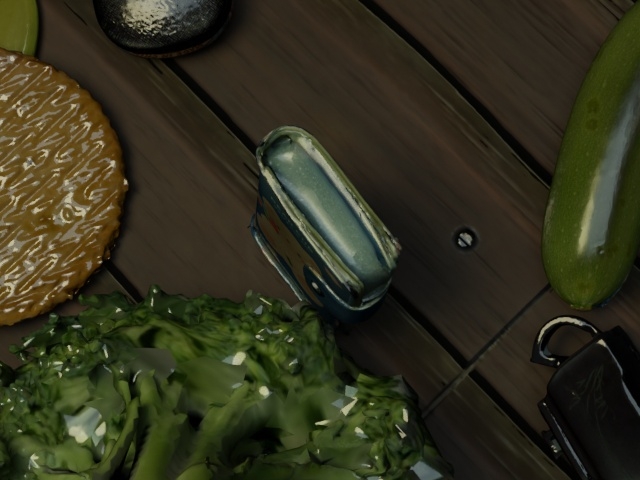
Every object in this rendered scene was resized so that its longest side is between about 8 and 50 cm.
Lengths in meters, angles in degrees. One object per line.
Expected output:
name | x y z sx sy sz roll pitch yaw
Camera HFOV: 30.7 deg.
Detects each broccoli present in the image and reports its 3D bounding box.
broccoli | -0.092 0.194 0.862 0.375 0.302 0.249 11 120 2

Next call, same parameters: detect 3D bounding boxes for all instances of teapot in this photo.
teapot | 0.224 0.144 0.937 0.096 0.087 0.177 -34 78 22

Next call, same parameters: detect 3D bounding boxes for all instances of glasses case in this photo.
glasses case | -0.155 -0.320 1.042 0.122 0.082 0.321 -10 81 4

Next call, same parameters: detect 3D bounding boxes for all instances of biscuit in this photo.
biscuit | -0.293 -0.047 1.005 0.254 0.035 0.254 1 85 -10

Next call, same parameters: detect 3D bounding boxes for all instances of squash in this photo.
squash | 0.256 -0.106 0.971 0.094 0.094 0.341 20 85 8

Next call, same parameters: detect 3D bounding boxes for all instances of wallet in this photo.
wallet | 0.001 0.000 0.916 0.059 0.202 0.141 -34 81 -12

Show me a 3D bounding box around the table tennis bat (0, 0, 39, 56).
table tennis bat | -0.382 -0.123 1.047 0.224 0.054 0.369 12 78 2
